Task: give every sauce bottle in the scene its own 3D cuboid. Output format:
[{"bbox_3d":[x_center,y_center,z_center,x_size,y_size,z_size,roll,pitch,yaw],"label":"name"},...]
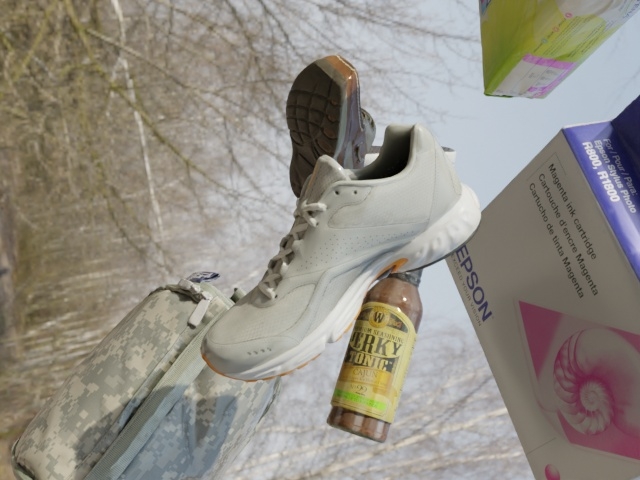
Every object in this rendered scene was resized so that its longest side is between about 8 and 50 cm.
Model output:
[{"bbox_3d":[0.105,0.156,1.287,0.111,0.111,0.344,156,-48,-71],"label":"sauce bottle"}]

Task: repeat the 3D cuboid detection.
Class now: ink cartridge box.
[{"bbox_3d":[0.276,0.062,0.758,0.330,0.072,0.324,-56,-136,50],"label":"ink cartridge box"}]

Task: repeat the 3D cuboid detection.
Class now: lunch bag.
[{"bbox_3d":[-0.184,0.200,0.868,0.213,0.305,0.256,38,-20,1],"label":"lunch bag"}]

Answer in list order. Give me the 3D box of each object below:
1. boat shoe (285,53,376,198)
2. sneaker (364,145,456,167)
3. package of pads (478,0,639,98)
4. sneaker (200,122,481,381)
[{"bbox_3d":[0.023,-0.172,1.233,0.122,0.120,0.324,47,-25,21],"label":"boat shoe"},{"bbox_3d":[0.116,-0.117,1.474,0.106,0.290,0.123,-115,-153,-70],"label":"sneaker"},{"bbox_3d":[0.296,-0.332,0.985,0.296,0.101,0.229,125,-33,-70],"label":"package of pads"},{"bbox_3d":[0.000,0.000,0.624,0.121,0.262,0.099,58,-12,-30],"label":"sneaker"}]
